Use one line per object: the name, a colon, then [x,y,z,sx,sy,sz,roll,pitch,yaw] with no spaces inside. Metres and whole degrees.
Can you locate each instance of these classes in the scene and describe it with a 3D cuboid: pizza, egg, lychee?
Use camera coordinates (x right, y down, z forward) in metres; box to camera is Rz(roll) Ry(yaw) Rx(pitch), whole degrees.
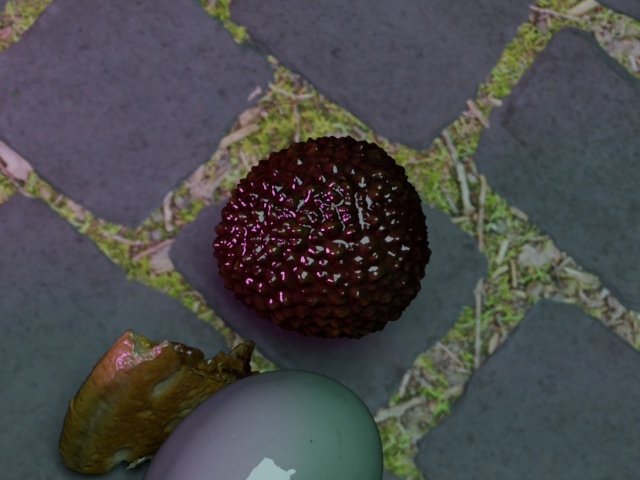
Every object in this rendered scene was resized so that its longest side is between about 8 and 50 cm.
pizza: [-0.120,0.119,1.646,0.194,0.154,0.069,-2,43,-43]
egg: [-0.051,0.201,1.584,0.231,0.168,0.168,-39,82,-24]
lychee: [0.000,0.000,1.671,0.188,0.188,0.188,5,67,-12]
